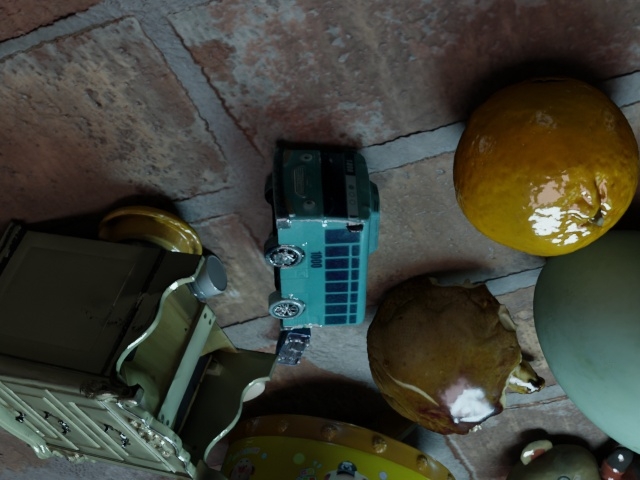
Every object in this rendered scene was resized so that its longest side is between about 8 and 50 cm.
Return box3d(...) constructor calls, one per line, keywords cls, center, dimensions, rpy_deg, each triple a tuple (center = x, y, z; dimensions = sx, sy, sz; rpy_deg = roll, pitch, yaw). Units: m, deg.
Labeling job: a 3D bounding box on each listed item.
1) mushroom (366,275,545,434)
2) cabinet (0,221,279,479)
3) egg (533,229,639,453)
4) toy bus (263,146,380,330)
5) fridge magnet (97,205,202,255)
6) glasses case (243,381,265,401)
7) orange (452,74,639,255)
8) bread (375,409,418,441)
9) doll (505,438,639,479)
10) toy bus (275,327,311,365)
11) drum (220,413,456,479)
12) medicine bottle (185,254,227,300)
box3d(cls="mushroom", center=(0.194, 0.192, 1.653), dimensions=(0.233, 0.208, 0.302), rpy_deg=(30, 164, 26))
box3d(cls="cabinet", center=(-0.271, 0.163, 1.451), dimensions=(0.318, 0.227, 0.290), rpy_deg=(7, 148, 27))
box3d(cls="egg", center=(0.460, 0.145, 1.475), dimensions=(0.389, 0.276, 0.276), rpy_deg=(37, 133, -4))
box3d(cls="toy bus", center=(0.000, 0.000, 1.420), dimensions=(0.147, 0.128, 0.256), rpy_deg=(-2, 144, -2))
box3d(cls="fridge magnet", center=(-0.229, 0.006, 1.467), dimensions=(0.143, 0.063, 0.143), rpy_deg=(7, 143, 6))
box3d(cls="glasses case", center=(-0.173, 0.197, 1.724), dimensions=(0.196, 0.050, 0.083), rpy_deg=(29, 135, -33))
box3d(cls="orange", center=(0.263, -0.083, 1.280), dimensions=(0.219, 0.193, 0.219), rpy_deg=(-2, 125, -3))
box3d(cls="bread", center=(0.119, 0.323, 1.893), dimensions=(0.062, 0.109, 0.043), rpy_deg=(36, 144, 24))
box3d(cls="doll", center=(0.492, 0.464, 2.003), dimensions=(0.329, 0.174, 0.235), rpy_deg=(6, 111, -13))
box3d(cls="toy bus", center=(-0.043, 0.155, 1.680), dimensions=(0.038, 0.046, 0.083), rpy_deg=(9, 138, -14))
box3d(cls="drum", center=(0.014, 0.475, 1.868), dimensions=(0.431, 0.214, 0.431), rpy_deg=(13, 152, 7))
box3d(cls="medicine bottle", center=(-0.184, 0.059, 1.541), dimensions=(0.091, 0.058, 0.058), rpy_deg=(-19, 138, 21))
